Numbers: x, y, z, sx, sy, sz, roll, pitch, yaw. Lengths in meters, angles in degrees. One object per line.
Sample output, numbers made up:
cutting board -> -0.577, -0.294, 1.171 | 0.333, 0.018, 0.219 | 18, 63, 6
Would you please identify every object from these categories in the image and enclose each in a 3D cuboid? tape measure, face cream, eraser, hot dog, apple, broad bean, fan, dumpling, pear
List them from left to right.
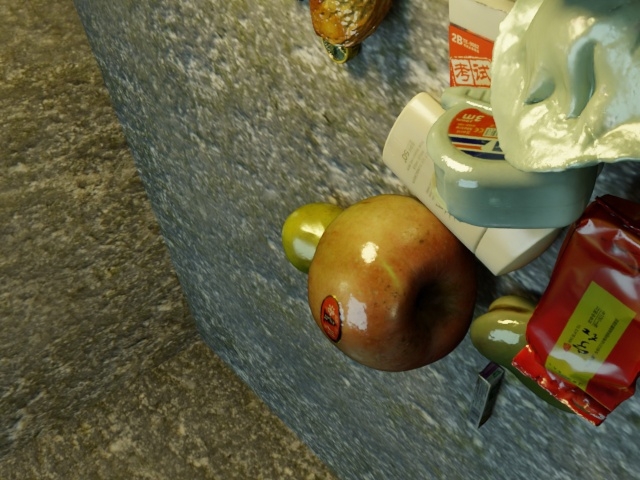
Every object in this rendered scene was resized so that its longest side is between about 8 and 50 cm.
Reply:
pear -> 0.000, 0.001, 1.914 | 0.198, 0.198, 0.198 | 45, 153, 30
hot dog -> 0.047, -0.456, 1.358 | 0.175, 0.114, 0.259 | 40, 153, 29
fan -> 0.054, -0.391, 1.508 | 0.082, 0.039, 0.155 | 61, 156, -2
apple -> 0.126, 0.077, 1.557 | 0.305, 0.338, 0.338 | 24, 139, 50
face cream -> 0.255, -0.088, 1.395 | 0.348, 0.081, 0.173 | 49, 138, 23
eraser -> 0.264, -0.263, 1.233 | 0.157, 0.038, 0.230 | 38, 149, 40
tape measure -> 0.266, -0.115, 1.129 | 0.243, 0.246, 0.125 | 9, 136, 27
broad bean -> 0.404, 0.205, 1.453 | 0.263, 0.121, 0.189 | 39, 149, 8
dumpling -> 0.357, -0.197, 0.940 | 0.320, 0.212, 0.270 | -168, 87, -78

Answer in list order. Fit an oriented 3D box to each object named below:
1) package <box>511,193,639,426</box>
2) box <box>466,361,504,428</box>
package -> 0.429, 0.107, 1.198 | 0.196, 0.123, 0.423 | 37, 148, 24
box -> 0.361, 0.342, 1.761 | 0.041, 0.050, 0.207 | 40, 151, 30
